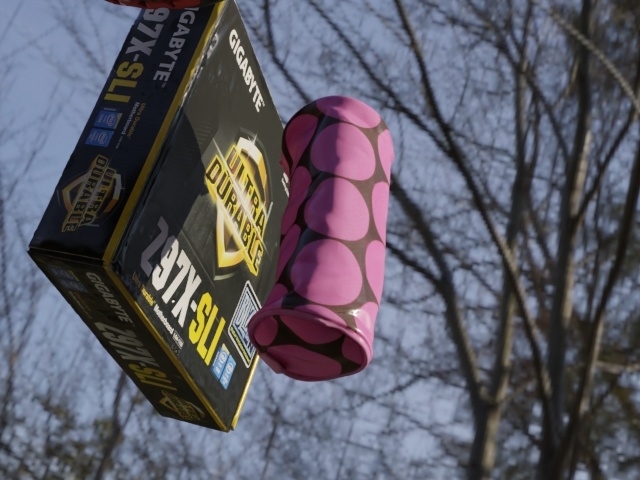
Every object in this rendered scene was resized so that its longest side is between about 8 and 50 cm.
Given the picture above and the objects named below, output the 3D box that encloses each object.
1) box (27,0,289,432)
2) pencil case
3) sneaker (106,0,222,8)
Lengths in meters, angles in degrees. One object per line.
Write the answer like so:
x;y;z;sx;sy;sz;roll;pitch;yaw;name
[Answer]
-0.107;-0.015;1.025;0.079;0.257;0.322;11;-27;19;box
0.000;0.000;0.859;0.098;0.209;0.095;-19;-48;29;pencil case
-0.165;-0.207;0.713;0.276;0.097;0.135;19;4;11;sneaker
